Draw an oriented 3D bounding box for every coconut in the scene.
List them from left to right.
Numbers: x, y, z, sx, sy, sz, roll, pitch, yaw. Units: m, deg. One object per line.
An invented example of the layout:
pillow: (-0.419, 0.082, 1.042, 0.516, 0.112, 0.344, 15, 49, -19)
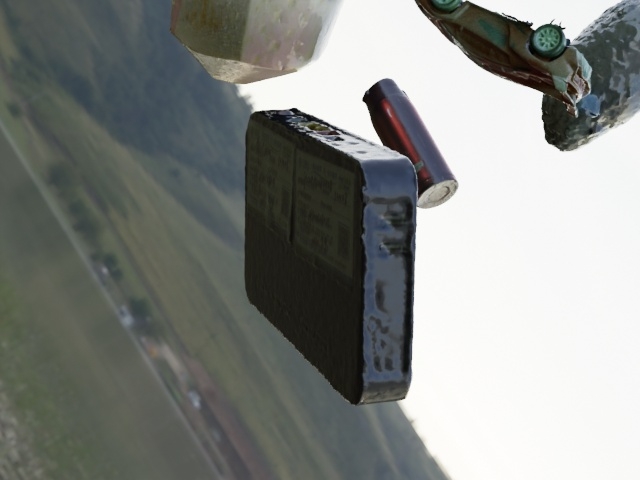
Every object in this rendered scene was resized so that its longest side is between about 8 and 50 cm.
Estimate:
coconut: (-0.075, -0.293, 1.424, 0.237, 0.197, 0.236, -172, -90, -73)

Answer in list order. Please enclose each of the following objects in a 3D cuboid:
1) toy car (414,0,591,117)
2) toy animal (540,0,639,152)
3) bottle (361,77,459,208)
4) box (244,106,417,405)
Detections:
toy car: (0.102, -0.116, 0.701, 0.122, 0.035, 0.059, 28, -1, 23)
toy animal: (0.237, -0.170, 0.851, 0.079, 0.253, 0.070, 17, 19, -41)
bottle: (0.101, -0.116, 1.394, 0.060, 0.060, 0.164, 77, -12, -62)
box: (0.000, 0.000, 1.116, 0.350, 0.058, 0.211, -142, -129, -67)
